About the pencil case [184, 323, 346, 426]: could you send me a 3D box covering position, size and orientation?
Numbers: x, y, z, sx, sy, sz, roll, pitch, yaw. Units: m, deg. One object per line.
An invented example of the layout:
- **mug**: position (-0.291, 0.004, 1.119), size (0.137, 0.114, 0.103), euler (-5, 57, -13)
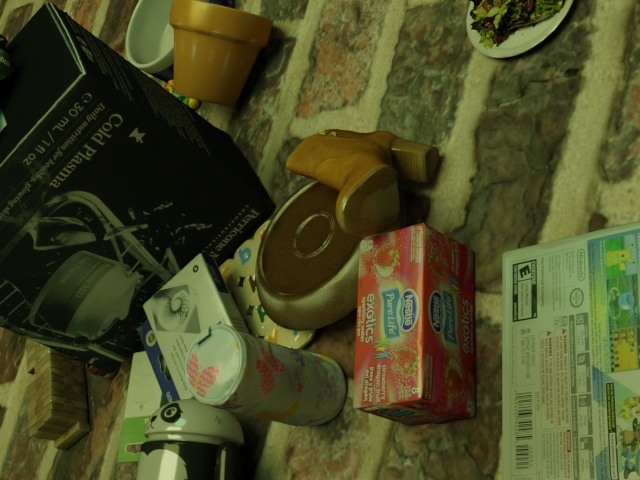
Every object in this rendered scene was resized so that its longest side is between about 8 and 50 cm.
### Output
- **pencil case**: position (-0.076, 0.203, 1.373), size (0.114, 0.273, 0.124), euler (-24, 62, 29)

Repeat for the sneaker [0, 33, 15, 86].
- **sneaker**: position (-0.547, -0.261, 1.491), size (0.106, 0.078, 0.234), euler (-35, 46, 22)

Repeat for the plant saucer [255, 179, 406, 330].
- **plant saucer**: position (0.000, 0.000, 1.517), size (0.311, 0.050, 0.310), euler (-26, 46, 30)

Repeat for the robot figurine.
- **robot figurine**: position (-0.216, 0.396, 1.487), size (0.209, 0.173, 0.278), euler (1, 68, 10)

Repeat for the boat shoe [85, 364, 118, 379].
- **boat shoe**: position (-0.431, 0.195, 1.892), size (0.064, 0.060, 0.177), euler (8, 77, 47)

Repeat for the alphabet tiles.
- **alphabet tiles**: position (-0.100, 0.109, 1.626), size (0.284, 0.021, 0.278), euler (-43, 46, 22)

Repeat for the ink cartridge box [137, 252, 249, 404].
- **ink cartridge box**: position (-0.235, 0.173, 1.620), size (0.224, 0.045, 0.223), euler (-43, 56, 20)

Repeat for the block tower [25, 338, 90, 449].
- **block tower**: position (-0.568, 0.272, 1.971), size (0.091, 0.097, 0.335), euler (-39, 48, 27)

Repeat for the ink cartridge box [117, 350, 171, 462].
- **ink cartridge box**: position (-0.308, 0.309, 1.709), size (0.109, 0.062, 0.209), euler (-14, 62, 41)

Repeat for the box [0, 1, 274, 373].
- **box**: position (-0.438, -0.077, 1.683), size (0.480, 0.472, 0.297), euler (-45, 46, 10)

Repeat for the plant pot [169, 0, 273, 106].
- **plant pot**: position (-0.216, -0.376, 1.866), size (0.205, 0.205, 0.187), euler (24, 104, 49)

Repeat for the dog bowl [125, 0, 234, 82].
- **dog bowl**: position (-0.320, -0.489, 2.078), size (0.265, 0.104, 0.264), euler (-21, 57, 38)

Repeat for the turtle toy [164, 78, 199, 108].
- **turtle toy**: position (-0.328, -0.299, 2.023), size (0.130, 0.066, 0.095), euler (-50, 43, 16)

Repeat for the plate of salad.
- **plate of salad**: position (0.305, -0.379, 1.430), size (0.200, 0.048, 0.199), euler (-21, 58, 38)

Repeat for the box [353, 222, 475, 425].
- **box**: position (0.135, 0.121, 1.300), size (0.123, 0.128, 0.256), euler (-17, 59, 40)

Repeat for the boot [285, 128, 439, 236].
- **boot**: position (0.031, -0.096, 1.410), size (0.211, 0.295, 0.104), euler (11, 119, 29)

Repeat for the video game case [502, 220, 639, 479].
- **video game case**: position (0.359, 0.140, 1.133), size (0.300, 0.036, 0.328), euler (-16, 59, 40)
